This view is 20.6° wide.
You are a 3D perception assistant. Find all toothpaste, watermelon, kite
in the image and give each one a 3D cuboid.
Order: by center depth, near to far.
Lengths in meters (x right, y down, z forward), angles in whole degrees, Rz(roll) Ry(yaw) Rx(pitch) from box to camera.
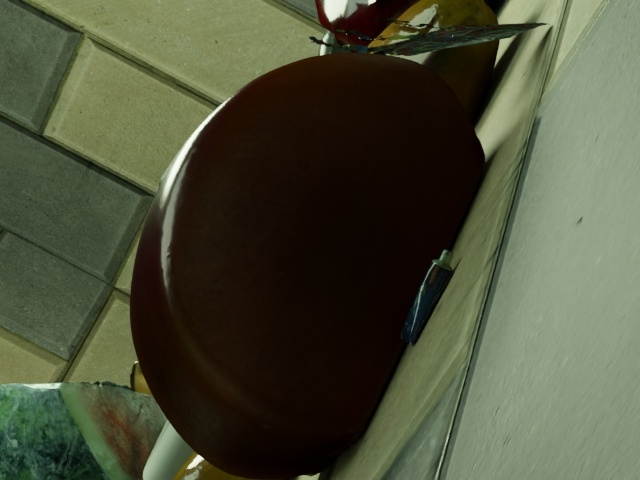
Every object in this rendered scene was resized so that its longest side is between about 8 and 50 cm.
[{"bbox_3d":[0.086,0.046,1.428,0.083,0.019,0.027,-65,20,6],"label":"toothpaste"},{"bbox_3d":[0.089,-0.195,1.698,0.285,0.152,0.015,19,121,61],"label":"kite"},{"bbox_3d":[-0.293,0.296,2.358,0.228,0.387,0.258,-43,1,35],"label":"watermelon"}]

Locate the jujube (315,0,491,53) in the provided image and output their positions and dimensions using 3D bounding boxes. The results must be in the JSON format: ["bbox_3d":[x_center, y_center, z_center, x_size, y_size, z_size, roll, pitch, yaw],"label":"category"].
[{"bbox_3d":[0.137,-0.378,2.255,0.258,0.258,0.376,-68,2,-58],"label":"jujube"}]

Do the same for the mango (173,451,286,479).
[{"bbox_3d":[-0.079,0.229,1.784,0.136,0.099,0.227,-65,-7,34],"label":"mango"}]

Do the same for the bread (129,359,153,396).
[{"bbox_3d":[-0.149,0.200,2.522,0.262,0.162,0.204,32,-97,-51],"label":"bread"}]

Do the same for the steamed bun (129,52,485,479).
[{"bbox_3d":[-0.032,0.007,1.566,0.379,0.248,0.235,-65,4,-23],"label":"steamed bun"}]

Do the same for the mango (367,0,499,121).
[{"bbox_3d":[0.106,-0.169,1.865,0.236,0.136,0.166,-50,5,39],"label":"mango"}]

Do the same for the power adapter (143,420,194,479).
[{"bbox_3d":[-0.131,0.239,2.205,0.255,0.124,0.187,-59,4,36],"label":"power adapter"}]

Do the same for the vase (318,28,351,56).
[{"bbox_3d":[0.077,-0.229,2.644,0.173,0.173,0.321,-63,-3,-11],"label":"vase"}]
